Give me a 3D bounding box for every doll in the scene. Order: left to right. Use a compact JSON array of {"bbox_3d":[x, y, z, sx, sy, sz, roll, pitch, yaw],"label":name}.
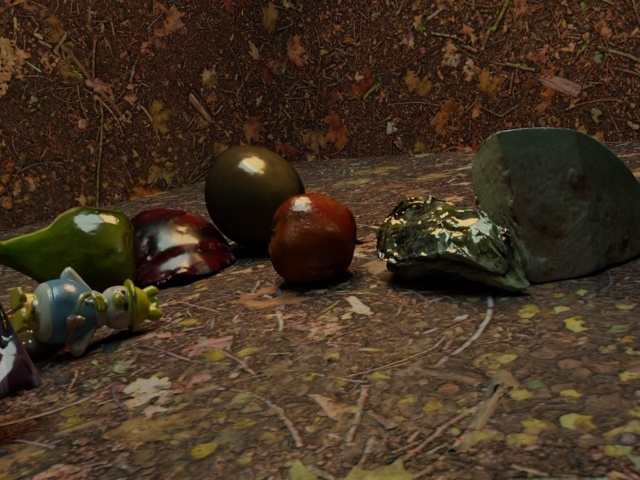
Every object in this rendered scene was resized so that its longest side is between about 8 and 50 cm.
[{"bbox_3d":[-0.386,0.114,1.087,0.241,0.098,0.135,-2,33,-34],"label":"doll"}]

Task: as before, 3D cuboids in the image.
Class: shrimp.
[{"bbox_3d":[-0.502,0.147,1.167,0.152,0.062,0.287,-6,15,2],"label":"shrimp"}]

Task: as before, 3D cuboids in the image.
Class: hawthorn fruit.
[{"bbox_3d":[0.000,0.000,1.269,0.201,0.179,0.179,10,10,-10],"label":"hawthorn fruit"}]

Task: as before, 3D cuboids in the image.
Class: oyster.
[{"bbox_3d":[0.220,0.011,1.141,0.158,0.162,0.351,20,4,-35],"label":"oyster"}]

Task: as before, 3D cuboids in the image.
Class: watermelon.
[{"bbox_3d":[0.396,-0.036,1.121,0.387,0.258,0.228,31,-23,-23],"label":"watermelon"}]

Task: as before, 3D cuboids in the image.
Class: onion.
[{"bbox_3d":[-0.339,0.004,1.519,0.280,0.146,0.315,10,18,44],"label":"onion"}]

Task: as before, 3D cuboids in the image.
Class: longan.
[{"bbox_3d":[-0.151,-0.097,1.612,0.243,0.300,0.300,-49,10,7],"label":"longan"}]

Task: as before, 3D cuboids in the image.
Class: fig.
[{"bbox_3d":[-0.517,0.032,1.321,0.275,0.205,0.206,-4,11,-13],"label":"fig"}]

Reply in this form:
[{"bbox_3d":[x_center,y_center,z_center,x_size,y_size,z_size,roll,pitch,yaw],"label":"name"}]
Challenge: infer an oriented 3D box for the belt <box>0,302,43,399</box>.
[{"bbox_3d":[-0.514,0.195,0.766,0.207,0.160,0.295,-21,0,42],"label":"belt"}]
